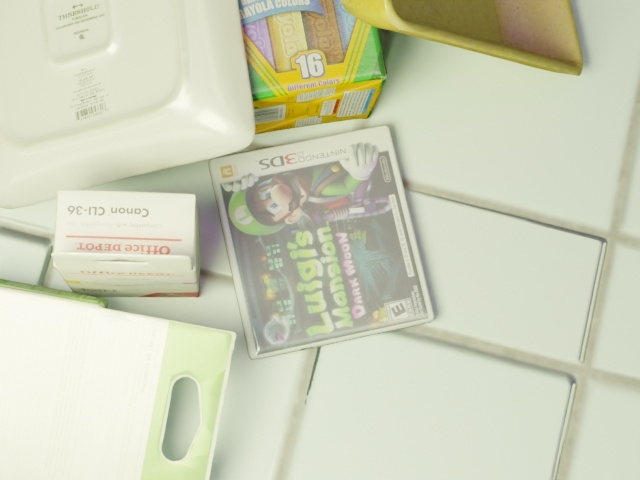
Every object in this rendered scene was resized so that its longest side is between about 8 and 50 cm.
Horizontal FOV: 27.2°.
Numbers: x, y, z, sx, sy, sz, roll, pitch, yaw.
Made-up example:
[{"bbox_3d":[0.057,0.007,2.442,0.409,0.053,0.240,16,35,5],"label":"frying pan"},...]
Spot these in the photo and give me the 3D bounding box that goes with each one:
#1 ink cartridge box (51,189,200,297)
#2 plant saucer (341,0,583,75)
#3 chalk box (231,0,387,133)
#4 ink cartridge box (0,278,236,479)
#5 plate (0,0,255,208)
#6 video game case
[{"bbox_3d":[-0.159,0.002,1.115,0.115,0.198,0.067,1,79,-5],"label":"ink cartridge box"},{"bbox_3d":[0.095,-0.309,1.181,0.081,0.333,0.332,-18,78,36],"label":"plant saucer"},{"bbox_3d":[-0.028,-0.219,1.202,0.132,0.132,0.213,-9,81,-6],"label":"chalk box"},{"bbox_3d":[-0.202,0.134,1.140,0.235,0.056,0.171,10,94,-4],"label":"ink cartridge box"},{"bbox_3d":[-0.200,-0.188,1.160,0.277,0.045,0.278,-12,80,24],"label":"plate"},{"bbox_3d":[0.000,0.000,1.218,0.173,0.022,0.190,-12,81,-6],"label":"video game case"}]
